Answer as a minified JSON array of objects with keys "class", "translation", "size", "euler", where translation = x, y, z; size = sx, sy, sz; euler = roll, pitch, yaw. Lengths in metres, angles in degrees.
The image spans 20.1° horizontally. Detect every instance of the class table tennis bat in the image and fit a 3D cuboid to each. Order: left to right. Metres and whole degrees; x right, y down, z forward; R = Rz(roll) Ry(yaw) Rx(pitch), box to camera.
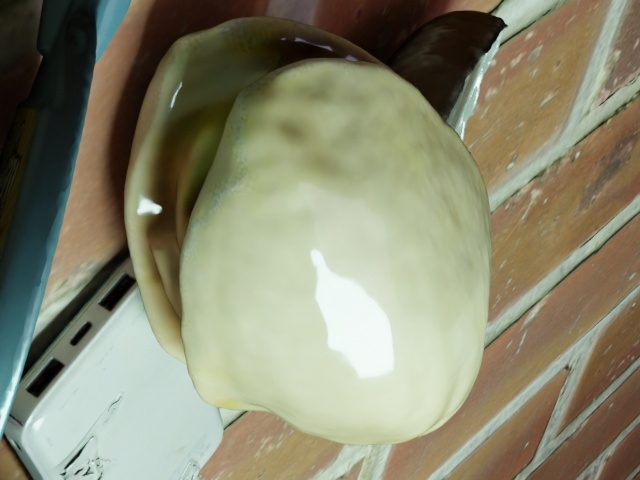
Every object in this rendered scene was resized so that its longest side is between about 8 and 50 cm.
[{"class":"table tennis bat","translation":[-0.130,-0.031,0.833],"size":[0.215,0.044,0.329],"euler":[-158,-95,-78]}]

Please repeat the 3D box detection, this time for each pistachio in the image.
[{"class":"pistachio","translation":[0.000,0.000,1.046],"size":[0.214,0.193,0.318],"euler":[-33,142,-11]}]

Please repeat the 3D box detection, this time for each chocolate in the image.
[{"class":"chocolate","translation":[0.038,-0.044,1.245],"size":[0.157,0.080,0.254],"euler":[-53,166,-50]}]

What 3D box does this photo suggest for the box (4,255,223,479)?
[{"class":"box","translation":[-0.129,0.122,1.191],"size":[0.142,0.044,0.285],"euler":[-49,158,-19]}]
